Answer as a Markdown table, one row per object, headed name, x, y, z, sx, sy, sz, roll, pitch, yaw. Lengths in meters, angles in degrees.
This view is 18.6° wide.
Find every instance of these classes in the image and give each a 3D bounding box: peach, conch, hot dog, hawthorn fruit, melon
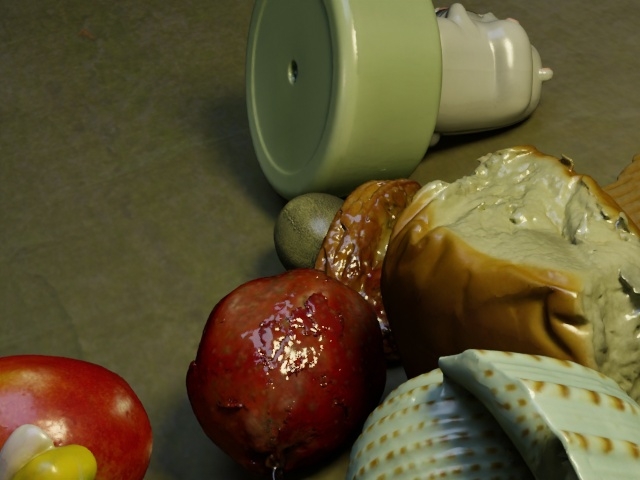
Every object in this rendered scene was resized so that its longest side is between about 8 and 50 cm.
| name | x | y | z | sx | sy | sz | roll | pitch | yaw |
| --- | --- | --- | --- | --- | --- | --- | --- | --- | --- |
| peach | -0.253 | 0.186 | 1.757 | 0.190 | 0.190 | 0.192 | 3 | 22 | 32 |
| conch | 0.168 | 0.220 | 1.416 | 0.215 | 0.319 | 0.303 | -15 | -18 | -34 |
| hot dog | 0.079 | 0.023 | 1.943 | 0.160 | 0.099 | 0.227 | 27 | 47 | -1 |
| hawthorn fruit | -0.031 | 0.134 | 1.761 | 0.181 | 0.181 | 0.235 | -9 | 39 | 14 |
| melon | 0.000 | 0.000 | 2.042 | 0.098 | 0.098 | 0.130 | -24 | 33 | -13 |

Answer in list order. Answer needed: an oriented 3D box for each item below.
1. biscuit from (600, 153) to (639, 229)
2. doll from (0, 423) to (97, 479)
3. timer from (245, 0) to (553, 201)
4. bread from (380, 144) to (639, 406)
| name | x | y | z | sx | sy | sz | roll | pitch | yaw |
| --- | --- | --- | --- | --- | --- | --- | --- | --- | --- |
| biscuit | 0.314 | -0.033 | 2.006 | 0.229 | 0.031 | 0.176 | -13 | 28 | 11 |
| doll | -0.363 | 0.256 | 1.618 | 0.366 | 0.376 | 0.187 | 19 | 34 | 19 |
| timer | 0.108 | -0.189 | 2.206 | 0.315 | 0.290 | 0.291 | -2 | 22 | -24 |
| bread | 0.191 | 0.076 | 1.650 | 0.225 | 0.250 | 0.279 | -29 | 33 | -28 |
